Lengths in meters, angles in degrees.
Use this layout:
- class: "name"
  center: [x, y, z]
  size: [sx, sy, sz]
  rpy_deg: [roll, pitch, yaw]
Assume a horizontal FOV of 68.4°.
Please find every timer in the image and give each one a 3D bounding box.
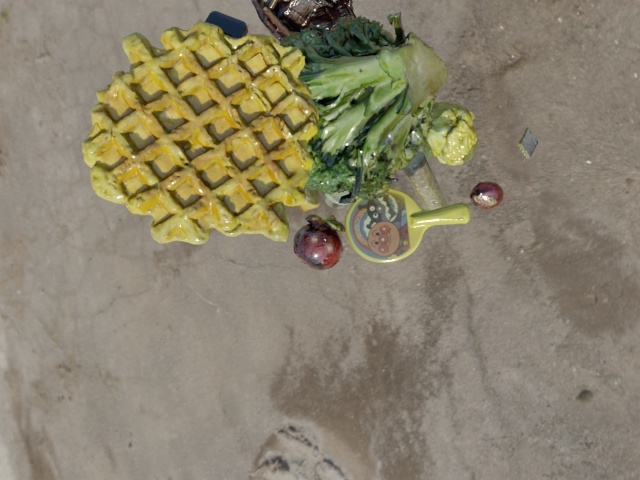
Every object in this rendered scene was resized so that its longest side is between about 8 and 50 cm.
- class: "timer"
  center: [-0.335, -0.648, 1.546]
  size: [0.144, 0.055, 0.187]
  rpy_deg: [26, 82, 11]

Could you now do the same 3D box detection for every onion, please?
- class: "onion"
  center: [0.552, -0.152, 1.569]
  size: [0.107, 0.107, 0.097]
  rpy_deg: [-19, 48, 35]

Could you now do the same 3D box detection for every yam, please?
- class: "yam"
  center: [0.367, -0.193, 1.657]
  size: [0.093, 0.093, 0.259]
  rpy_deg: [-6, 135, 35]

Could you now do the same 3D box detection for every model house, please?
- class: "model house"
  center: [-0.016, -0.727, 1.467]
  size: [0.282, 0.297, 0.317]
  rpy_deg: [-39, 56, 29]

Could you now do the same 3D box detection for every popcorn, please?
- class: "popcorn"
  center: [0.465, -0.394, 1.728]
  size: [0.195, 0.255, 0.256]
  rpy_deg: [-37, 77, -9]

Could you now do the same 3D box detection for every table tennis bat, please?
- class: "table tennis bat"
  center: [0.254, -0.053, 1.397]
  size: [0.368, 0.054, 0.224]
  rpy_deg: [-8, 90, 11]

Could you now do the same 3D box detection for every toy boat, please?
- class: "toy boat"
  center: [0.671, -0.315, 1.521]
  size: [0.063, 0.115, 0.016]
  rpy_deg: [51, 141, -12]

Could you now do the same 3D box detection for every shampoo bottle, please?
- class: "shampoo bottle"
  center: [0.048, -0.123, 1.170]
  size: [0.085, 0.262, 0.085]
  rpy_deg: [0, 91, -1]

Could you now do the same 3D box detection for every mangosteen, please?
- class: "mangosteen"
  center: [0.000, 0.000, 1.453]
  size: [0.166, 0.166, 0.180]
  rpy_deg: [16, 79, 32]

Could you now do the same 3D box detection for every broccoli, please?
- class: "broccoli"
  center: [0.067, -0.228, 0.747]
  size: [0.304, 0.321, 0.283]
  rpy_deg: [44, 157, -18]

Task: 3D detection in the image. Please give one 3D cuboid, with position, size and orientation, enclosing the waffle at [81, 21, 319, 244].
- class: "waffle"
  center: [-0.120, -0.112, 0.503]
  size: [0.058, 0.237, 0.244]
  rpy_deg: [169, 112, -74]

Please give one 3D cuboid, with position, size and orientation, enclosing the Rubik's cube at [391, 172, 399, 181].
- class: "Rubik's cube"
  center: [0.145, -0.195, 1.428]
  size: [0.190, 0.178, 0.211]
  rpy_deg: [34, 81, 13]

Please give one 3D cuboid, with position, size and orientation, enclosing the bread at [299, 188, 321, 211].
- class: "bread"
  center: [-0.060, -0.182, 1.684]
  size: [0.086, 0.125, 0.156]
  rpy_deg: [-16, 91, 14]
